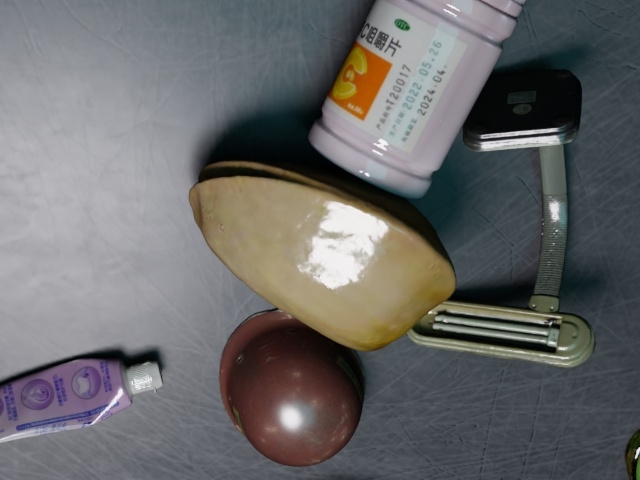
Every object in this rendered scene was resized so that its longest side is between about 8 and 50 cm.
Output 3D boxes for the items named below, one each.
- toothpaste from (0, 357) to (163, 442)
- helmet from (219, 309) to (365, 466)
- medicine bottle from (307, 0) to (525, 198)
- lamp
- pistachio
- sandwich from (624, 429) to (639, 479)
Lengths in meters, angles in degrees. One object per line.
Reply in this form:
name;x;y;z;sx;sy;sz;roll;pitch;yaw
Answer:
toothpaste;-0.309;0.176;1.297;0.301;0.075;0.048;-15;133;-7
helmet;-0.025;0.163;1.318;0.155;0.106;0.175;-20;106;-2
medicine bottle;0.098;-0.175;1.208;0.133;0.133;0.250;25;104;-16
lamp;0.173;-0.024;1.299;0.203;0.124;0.283;-2;113;13
pistachio;0.000;0.000;1.226;0.260;0.163;0.212;29;145;-16
sandwich;0.383;0.258;1.454;0.069;0.026;0.101;-38;113;0
